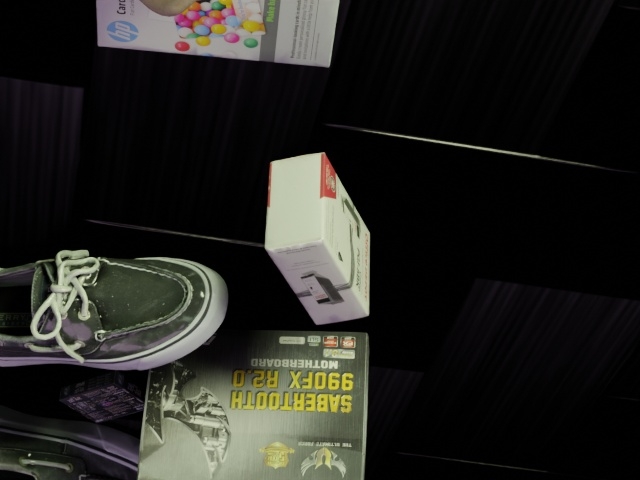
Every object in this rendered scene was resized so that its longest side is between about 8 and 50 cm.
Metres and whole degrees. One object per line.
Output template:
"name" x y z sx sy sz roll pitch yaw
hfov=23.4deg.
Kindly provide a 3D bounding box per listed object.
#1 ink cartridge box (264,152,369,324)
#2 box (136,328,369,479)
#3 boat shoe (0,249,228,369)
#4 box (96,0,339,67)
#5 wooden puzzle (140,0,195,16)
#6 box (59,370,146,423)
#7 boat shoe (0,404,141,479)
"ink cartridge box" 0.000 0.000 1.410 0.056 0.099 0.135 -10 144 17
"box" -0.067 0.183 1.610 0.231 0.183 0.056 2 145 3
"boat shoe" -0.245 0.061 1.508 0.306 0.113 0.105 -1 161 22
"box" -0.077 -0.200 1.179 0.186 0.038 0.145 6 145 -3
"wooden puzzle" -0.145 -0.290 0.958 0.348 0.080 0.322 28 137 -31
"box" -0.244 0.179 1.762 0.083 0.018 0.067 -19 140 29
"boat shoe" -0.336 0.277 1.822 0.335 0.119 0.121 16 143 -20
